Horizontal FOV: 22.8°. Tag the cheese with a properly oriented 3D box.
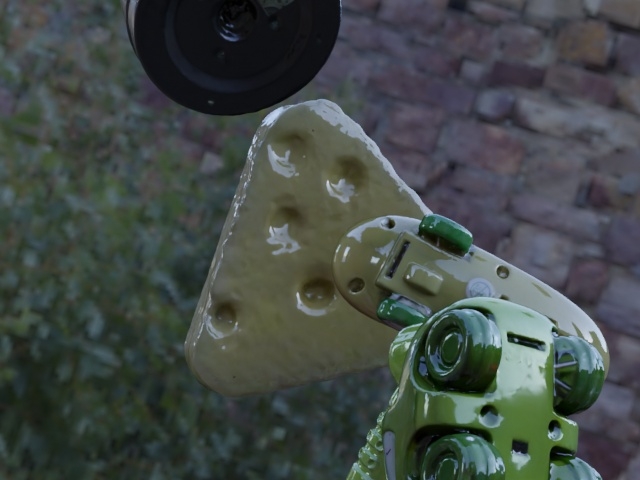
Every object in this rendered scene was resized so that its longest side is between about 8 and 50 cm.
[{"bbox_3d":[-0.001,0.000,1.979,0.384,0.384,0.104,19,-4,-13],"label":"cheese"}]

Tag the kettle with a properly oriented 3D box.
[{"bbox_3d":[-0.149,-0.339,1.778,0.321,0.228,0.324,48,10,-35],"label":"kettle"}]

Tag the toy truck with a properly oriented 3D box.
[{"bbox_3d":[0.107,0.134,1.205,0.148,0.187,0.210,15,-2,-32],"label":"toy truck"}]

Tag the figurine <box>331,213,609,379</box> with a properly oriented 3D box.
[{"bbox_3d":[0.161,0.080,1.732,0.324,0.124,0.222,27,-10,0],"label":"figurine"}]
